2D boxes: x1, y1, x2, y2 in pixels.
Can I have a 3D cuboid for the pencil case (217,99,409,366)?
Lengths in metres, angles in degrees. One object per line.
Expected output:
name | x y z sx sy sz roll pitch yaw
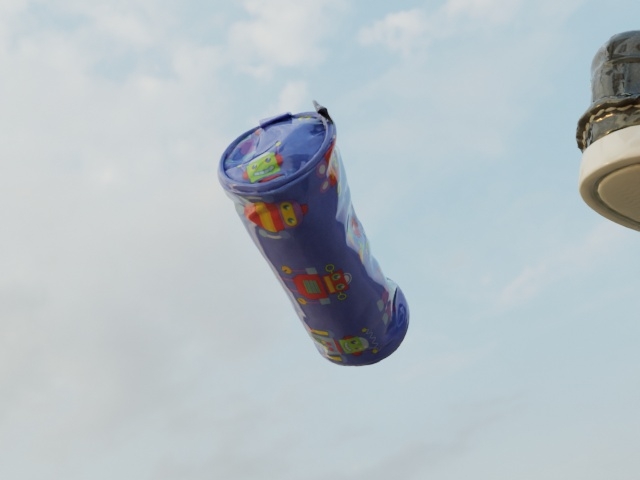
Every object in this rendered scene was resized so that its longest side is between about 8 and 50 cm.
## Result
pencil case | 0.000 0.000 0.925 0.119 0.133 0.306 -12 -46 15

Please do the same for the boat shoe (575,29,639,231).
boat shoe | 0.274 -0.033 0.548 0.302 0.091 0.114 24 -27 -36
